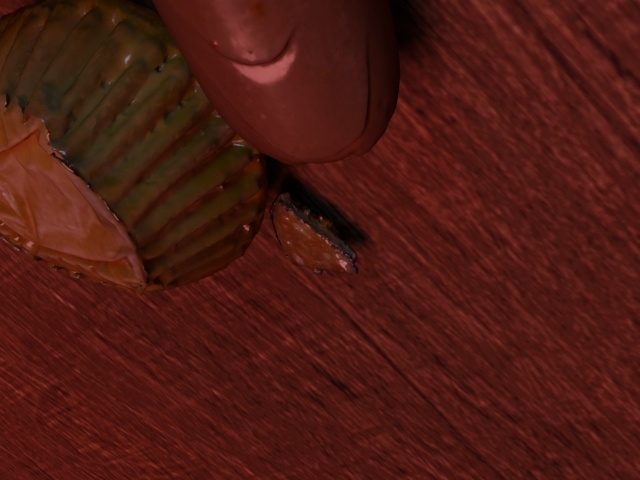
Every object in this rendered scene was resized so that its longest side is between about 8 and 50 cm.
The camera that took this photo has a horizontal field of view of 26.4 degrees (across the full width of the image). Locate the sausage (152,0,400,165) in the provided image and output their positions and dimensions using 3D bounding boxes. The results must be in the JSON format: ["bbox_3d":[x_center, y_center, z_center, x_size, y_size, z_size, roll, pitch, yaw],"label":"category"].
[{"bbox_3d":[-0.046,-0.171,0.701,0.121,0.121,0.304,8,137,37],"label":"sausage"}]

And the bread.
[{"bbox_3d":[-0.150,-0.055,0.930,0.240,0.139,0.240,28,148,19],"label":"bread"}]

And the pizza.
[{"bbox_3d":[0.000,-0.001,0.964,0.078,0.025,0.083,29,154,19],"label":"pizza"}]
